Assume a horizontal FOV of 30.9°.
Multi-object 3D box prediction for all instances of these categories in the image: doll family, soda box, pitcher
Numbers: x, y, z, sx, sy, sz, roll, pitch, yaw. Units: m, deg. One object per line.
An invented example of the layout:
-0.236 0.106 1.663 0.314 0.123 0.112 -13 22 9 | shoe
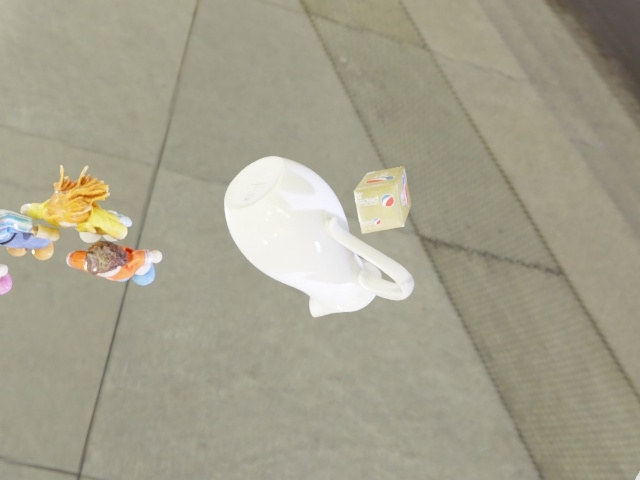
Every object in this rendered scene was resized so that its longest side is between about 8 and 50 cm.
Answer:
-0.294 -0.010 1.174 0.263 0.163 0.118 -6 83 4 | doll family
0.088 -0.058 1.596 0.058 0.061 0.181 -9 9 10 | soda box
0.000 0.000 1.337 0.207 0.177 0.125 50 54 -33 | pitcher

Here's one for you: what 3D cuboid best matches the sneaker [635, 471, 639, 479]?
0.357 0.219 1.134 0.105 0.281 0.115 19 24 -10 | sneaker
